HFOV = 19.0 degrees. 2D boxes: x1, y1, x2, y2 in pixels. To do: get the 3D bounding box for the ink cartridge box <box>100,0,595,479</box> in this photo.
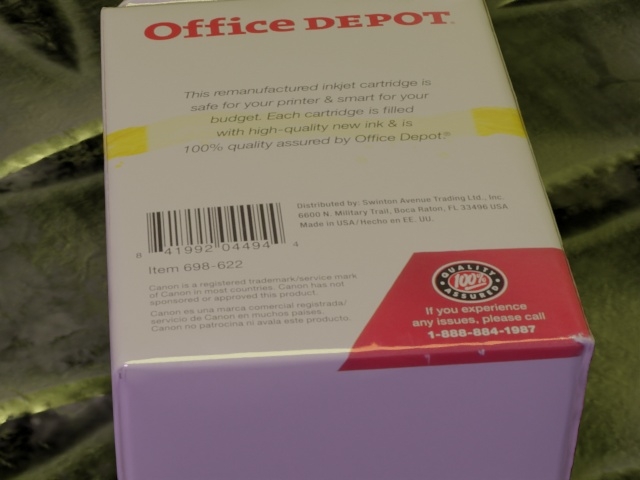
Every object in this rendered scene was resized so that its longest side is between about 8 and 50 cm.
[{"bbox_3d":[0.000,0.000,1.262,0.279,0.160,0.385,-3,40,-4],"label":"ink cartridge box"}]
